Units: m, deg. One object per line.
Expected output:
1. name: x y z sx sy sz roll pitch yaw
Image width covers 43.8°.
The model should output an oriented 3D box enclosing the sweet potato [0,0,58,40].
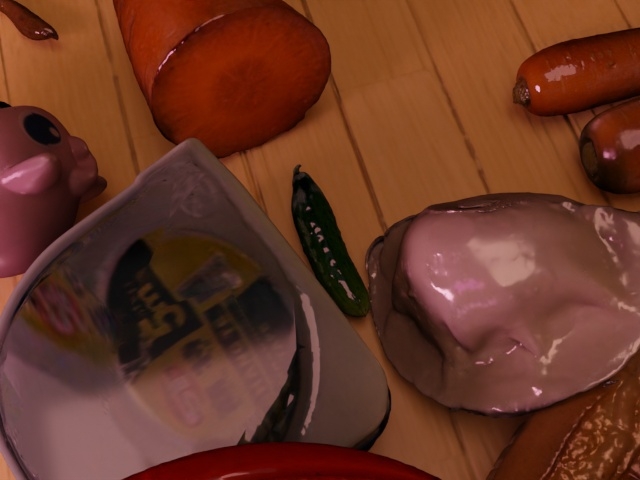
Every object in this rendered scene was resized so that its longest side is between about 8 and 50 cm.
1. sweet potato: -0.297 -0.222 0.784 0.115 0.026 0.026 37 72 20

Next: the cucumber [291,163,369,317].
1. cucumber: 0.000 0.000 0.679 0.037 0.037 0.155 -20 67 -8

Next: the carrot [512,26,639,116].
1. carrot: 0.281 -0.161 0.730 0.225 0.067 0.067 -13 67 -6

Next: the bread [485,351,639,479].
1. bread: 0.195 0.181 0.562 0.140 0.106 0.236 36 73 12

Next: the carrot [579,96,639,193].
1. carrot: 0.325 -0.090 0.688 0.193 0.087 0.087 -10 67 -3

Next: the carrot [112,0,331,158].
1. carrot: -0.114 -0.198 0.721 0.159 0.159 0.225 -28 56 -11

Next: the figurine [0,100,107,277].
1. figurine: -0.327 -0.043 0.635 0.287 0.176 0.186 -17 92 9

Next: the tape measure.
1. tape measure: -0.104 0.091 0.588 0.262 0.138 0.259 -35 70 -13

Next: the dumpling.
1. dumpling: 0.135 0.045 0.592 0.247 0.142 0.173 -8 67 34

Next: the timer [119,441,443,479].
1. timer: -0.027 0.287 0.388 0.377 0.279 0.378 -5 106 -16
